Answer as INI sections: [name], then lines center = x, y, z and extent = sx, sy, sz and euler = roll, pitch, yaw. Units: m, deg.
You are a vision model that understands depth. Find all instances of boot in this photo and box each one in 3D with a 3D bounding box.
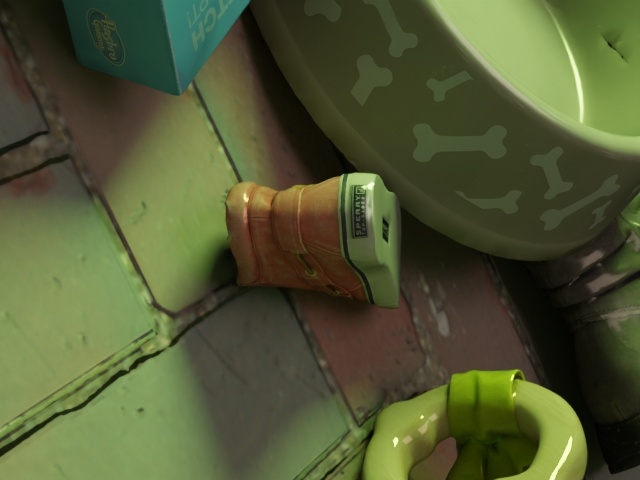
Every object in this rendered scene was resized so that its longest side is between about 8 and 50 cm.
[boot]
center = 0.260, 0.019, 1.143
extent = 0.338, 0.118, 0.223
euler = -21, 84, -60

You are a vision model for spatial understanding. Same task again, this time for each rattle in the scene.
[rattle]
center = 0.095, 0.173, 0.813
extent = 0.200, 0.130, 0.143
euler = -114, -159, -58

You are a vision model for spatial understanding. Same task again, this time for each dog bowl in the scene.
[dog bowl]
center = 0.111, -0.162, 0.979
extent = 0.348, 0.102, 0.349
euler = 24, 47, -29

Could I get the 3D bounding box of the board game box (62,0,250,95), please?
[board game box]
center = -0.035, -0.266, 0.748
extent = 0.316, 0.064, 0.242
euler = -58, 158, -31

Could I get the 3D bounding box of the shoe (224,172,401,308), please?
[shoe]
center = 0.000, 0.000, 0.837
extent = 0.178, 0.081, 0.064
euler = 50, 40, -76
